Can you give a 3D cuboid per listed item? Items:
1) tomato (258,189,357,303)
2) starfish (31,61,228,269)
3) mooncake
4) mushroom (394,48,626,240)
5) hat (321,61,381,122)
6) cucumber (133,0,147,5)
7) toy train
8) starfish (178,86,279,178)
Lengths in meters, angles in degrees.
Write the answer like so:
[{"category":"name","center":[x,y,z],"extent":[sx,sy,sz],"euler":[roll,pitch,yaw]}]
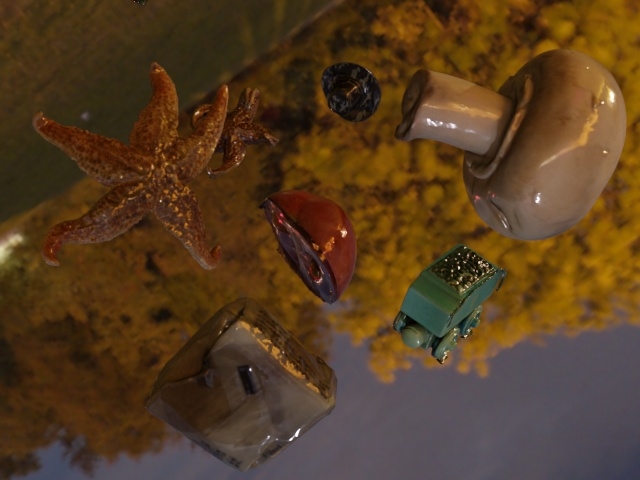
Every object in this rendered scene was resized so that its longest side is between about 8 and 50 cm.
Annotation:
[{"category":"tomato","center":[0.000,0.000,1.845],"extent":[0.112,0.228,0.199],"euler":[-30,146,-16]},{"category":"starfish","center":[-0.251,-0.089,1.531],"extent":[0.375,0.327,0.094],"euler":[-35,-174,-22]},{"category":"mooncake","center":[-0.125,0.243,1.740],"extent":[0.250,0.254,0.136],"euler":[-42,-168,22]},{"category":"mushroom","center":[0.295,-0.166,1.663],"extent":[0.314,0.336,0.314],"euler":[-165,-90,-78]},{"category":"hat","center":[0.041,-0.240,1.746],"extent":[0.121,0.121,0.050],"euler":[-34,-163,48]},{"category":"cucumber","center":[-0.309,-0.471,1.897],"extent":[0.056,0.056,0.284],"euler":[-38,-158,14]},{"category":"toy train","center":[0.217,0.102,1.804],"extent":[0.203,0.112,0.163],"euler":[-35,152,-46]},{"category":"starfish","center":[-0.166,-0.173,1.779],"extent":[0.190,0.146,0.074],"euler":[-19,161,9]}]
